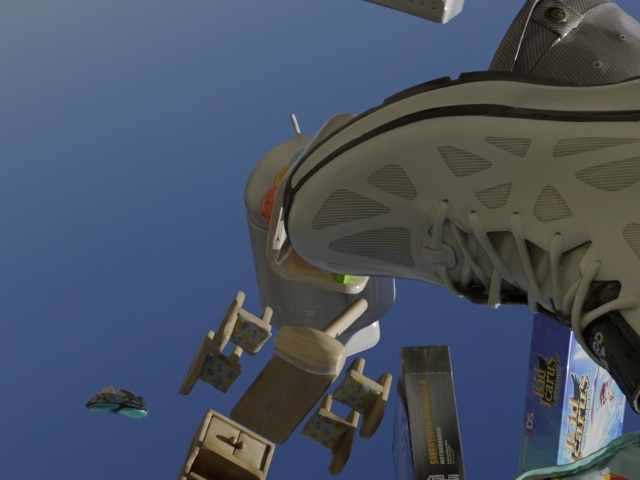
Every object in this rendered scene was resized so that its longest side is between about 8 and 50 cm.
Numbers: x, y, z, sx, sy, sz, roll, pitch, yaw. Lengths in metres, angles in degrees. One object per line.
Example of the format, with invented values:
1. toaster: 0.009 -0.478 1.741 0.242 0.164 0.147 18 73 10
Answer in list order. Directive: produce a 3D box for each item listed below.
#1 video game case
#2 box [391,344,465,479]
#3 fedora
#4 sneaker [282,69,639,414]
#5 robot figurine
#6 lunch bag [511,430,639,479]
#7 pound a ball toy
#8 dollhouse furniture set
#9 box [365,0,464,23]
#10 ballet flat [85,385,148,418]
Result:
1. video game case: 0.359 0.182 2.110 0.061 0.270 0.244 6 180 32
2. box: 0.118 0.253 1.707 0.056 0.231 0.183 -3 -126 -3
3. fedora: 0.242 -0.122 1.368 0.124 0.244 0.275 22 -140 25
4. sneaker: 0.169 0.009 1.149 0.447 0.169 0.257 -9 -136 18
5. robot figurine: 0.000 0.000 2.208 0.199 0.353 0.300 -21 -152 -25
6. lunch bag: 0.238 0.320 1.243 0.160 0.262 0.223 -19 155 -20
7. pound a ball toy: 0.001 -0.007 1.724 0.135 0.208 0.319 14 -160 6
8. dollhouse furniture set: -0.073 0.225 1.797 0.242 0.212 0.161 -54 -169 35
9. box: 0.104 -0.328 1.566 0.119 0.181 0.182 16 -164 7
10. ballet flat: -0.291 0.226 2.166 0.041 0.041 0.114 -13 160 35
